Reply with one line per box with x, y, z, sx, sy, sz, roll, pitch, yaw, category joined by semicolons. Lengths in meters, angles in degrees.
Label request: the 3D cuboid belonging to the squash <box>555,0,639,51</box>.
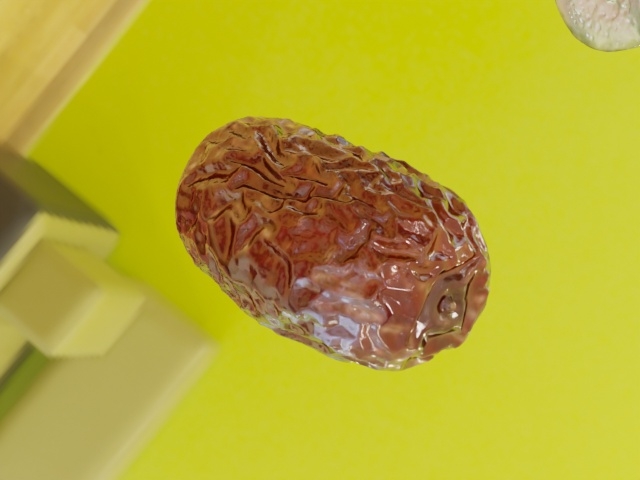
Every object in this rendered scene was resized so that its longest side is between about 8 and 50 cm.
0.219;-0.139;0.597;0.250;0.083;0.083;-19;162;-14;squash

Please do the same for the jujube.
0.000;0.000;0.706;0.109;0.176;0.112;-49;140;-18;jujube
